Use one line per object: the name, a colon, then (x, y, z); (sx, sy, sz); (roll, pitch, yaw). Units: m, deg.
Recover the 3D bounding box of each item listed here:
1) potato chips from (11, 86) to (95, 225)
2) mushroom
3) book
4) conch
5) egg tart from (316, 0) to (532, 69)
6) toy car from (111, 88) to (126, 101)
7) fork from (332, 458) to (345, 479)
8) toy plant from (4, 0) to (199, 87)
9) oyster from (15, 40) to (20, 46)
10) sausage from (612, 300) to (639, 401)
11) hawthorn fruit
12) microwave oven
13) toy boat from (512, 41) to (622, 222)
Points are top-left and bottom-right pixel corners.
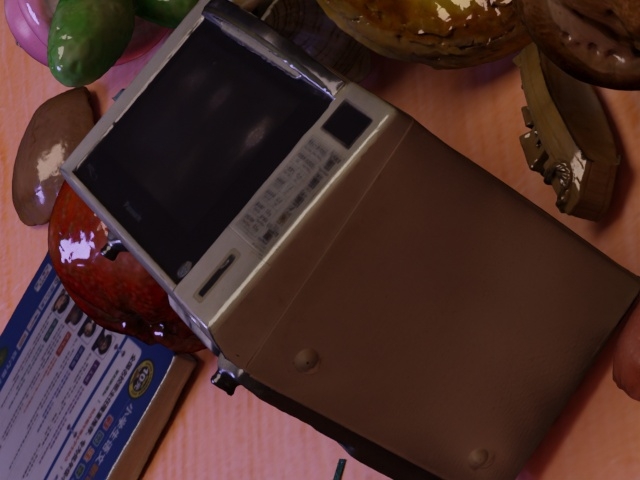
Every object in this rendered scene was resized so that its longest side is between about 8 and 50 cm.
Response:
potato chips: (-0.368, -0.121, 2.249); (0.195, 0.062, 0.208); (1, 70, 57)
mushroom: (0.259, -0.231, 1.282); (0.253, 0.253, 0.153); (-37, 3, 35)
book: (-0.302, 0.190, 1.941); (0.300, 0.039, 0.428); (-61, 32, 3)
conch: (-0.011, -0.225, 1.699); (0.203, 0.169, 0.386); (-20, 25, 15)
egg tart: (0.115, -0.303, 1.538); (0.290, 0.290, 0.115); (-48, 4, 22)
toy car: (-0.147, -0.158, 1.901); (0.136, 0.125, 0.306); (-46, 11, 0)
fork: (-0.021, 0.301, 1.479); (0.039, 0.021, 0.235); (-5, 63, 50)
toy plant: (-0.278, -0.299, 2.083); (0.356, 0.211, 0.317); (-2, 59, 61)
oyster: (-0.397, -0.412, 2.509); (0.252, 0.087, 0.199); (-39, 37, 52)
sausage: (0.278, 0.035, 1.206); (0.194, 0.077, 0.077); (-57, 32, 9)
hawthorn fruit: (-0.131, -0.044, 1.692); (0.254, 0.254, 0.300); (-7, 56, 53)
microwave oven: (0.000, 0.000, 1.380); (0.247, 0.333, 0.394); (-55, 31, 3)
toy boat: (0.203, -0.094, 1.423); (0.206, 0.064, 0.072); (-101, 30, -47)
